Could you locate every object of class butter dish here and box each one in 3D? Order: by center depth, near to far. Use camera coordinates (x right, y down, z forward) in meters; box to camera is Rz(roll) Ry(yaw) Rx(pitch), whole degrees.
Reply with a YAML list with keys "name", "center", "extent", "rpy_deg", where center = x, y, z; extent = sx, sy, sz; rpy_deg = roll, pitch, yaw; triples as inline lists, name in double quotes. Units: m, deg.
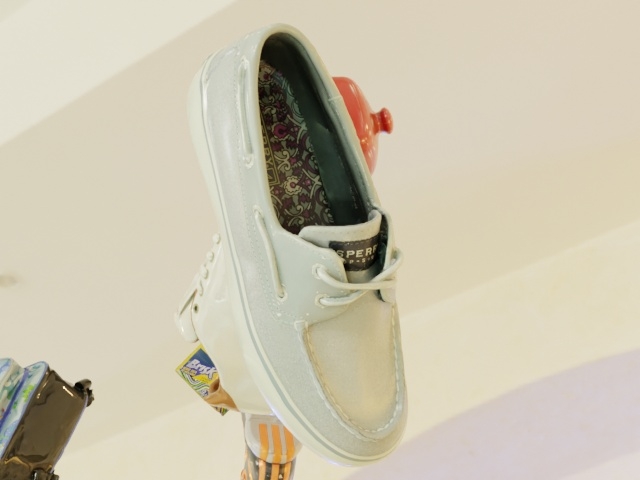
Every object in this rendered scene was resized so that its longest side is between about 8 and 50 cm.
- name: "butter dish"
  center: [0.037, -0.142, 1.204]
  extent: [0.118, 0.160, 0.160]
  rpy_deg: [-16, -23, 0]

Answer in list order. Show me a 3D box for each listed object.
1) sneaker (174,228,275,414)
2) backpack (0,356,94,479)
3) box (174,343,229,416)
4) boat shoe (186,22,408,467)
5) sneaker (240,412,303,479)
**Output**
- name: "sneaker"
  center: [-0.081, 0.029, 0.836]
  extent: [0.123, 0.106, 0.290]
  rpy_deg: [-2, -74, 7]
- name: "backpack"
  center: [-0.248, 0.146, 0.703]
  extent: [0.114, 0.105, 0.084]
  rpy_deg: [-24, -55, 36]
- name: "box"
  center: [-0.142, 0.186, 1.231]
  extent: [0.054, 0.059, 0.169]
  rpy_deg: [-46, -13, -11]
- name: "boat shoe"
  center: [-0.003, 0.003, 0.456]
  extent: [0.079, 0.228, 0.081]
  rpy_deg: [-18, -2, -29]
- name: "sneaker"
  center: [-0.102, 0.351, 1.618]
  extent: [0.124, 0.321, 0.180]
  rpy_deg: [9, -69, -5]
